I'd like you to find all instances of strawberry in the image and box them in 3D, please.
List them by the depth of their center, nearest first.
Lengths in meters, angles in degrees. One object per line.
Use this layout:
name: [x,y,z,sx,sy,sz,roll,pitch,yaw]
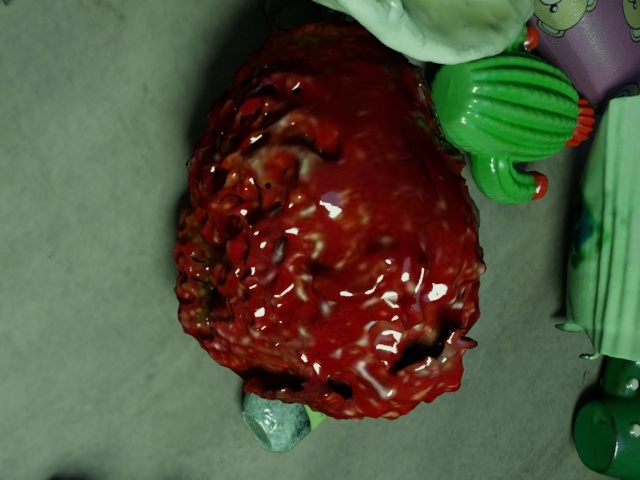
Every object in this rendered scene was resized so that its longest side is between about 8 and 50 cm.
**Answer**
strawberry: [0.000,0.000,0.568,0.220,0.274,0.274,-21,119,7]

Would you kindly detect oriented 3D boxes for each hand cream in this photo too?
hand cream: [0.007,0.105,0.695,0.175,0.046,0.095,-38,119,-29]

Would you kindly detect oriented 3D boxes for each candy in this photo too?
candy: [0.395,0.001,0.917,0.398,0.172,0.263,6,91,-49]

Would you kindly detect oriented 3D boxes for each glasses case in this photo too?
glasses case: [0.241,-0.246,0.788,0.316,0.076,0.123,40,74,-38]

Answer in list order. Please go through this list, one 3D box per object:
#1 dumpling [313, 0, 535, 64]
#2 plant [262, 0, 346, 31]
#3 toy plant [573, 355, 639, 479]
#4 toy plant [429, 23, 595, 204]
dumpling: [0.046,-0.262,0.493,0.212,0.270,0.321,62,48,-80]
plant: [0.024,-0.206,0.623,0.174,0.085,0.087,-39,123,-18]
toy plant: [0.422,0.234,1.015,0.243,0.112,0.233,33,67,-23]
toy plant: [0.188,-0.110,0.769,0.240,0.088,0.155,37,73,-45]
